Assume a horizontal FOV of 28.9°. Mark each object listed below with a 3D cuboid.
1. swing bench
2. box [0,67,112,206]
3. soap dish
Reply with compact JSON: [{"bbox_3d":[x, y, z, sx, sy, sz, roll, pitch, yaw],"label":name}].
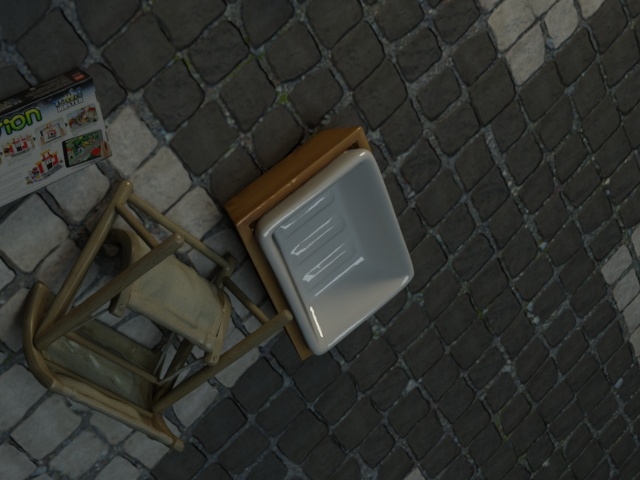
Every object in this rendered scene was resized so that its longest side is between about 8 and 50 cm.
[{"bbox_3d":[-0.224,0.106,1.614,0.254,0.165,0.253,-49,137,1],"label":"swing bench"},{"bbox_3d":[-0.352,-0.112,1.458,0.207,0.036,0.114,-28,130,-26],"label":"box"},{"bbox_3d":[0.000,0.000,1.771,0.229,0.118,0.290,-39,134,-17],"label":"soap dish"}]
